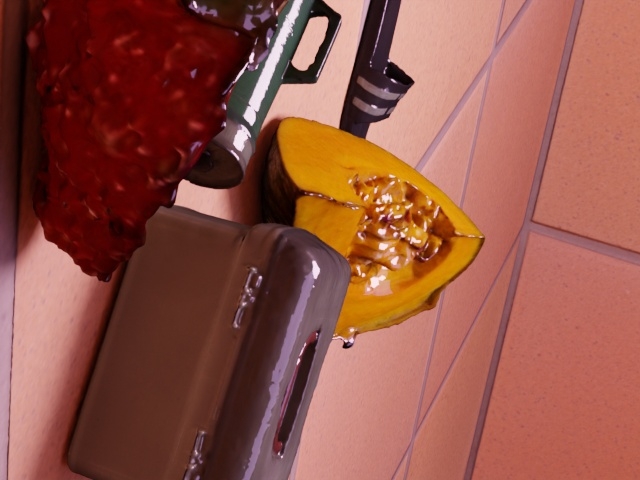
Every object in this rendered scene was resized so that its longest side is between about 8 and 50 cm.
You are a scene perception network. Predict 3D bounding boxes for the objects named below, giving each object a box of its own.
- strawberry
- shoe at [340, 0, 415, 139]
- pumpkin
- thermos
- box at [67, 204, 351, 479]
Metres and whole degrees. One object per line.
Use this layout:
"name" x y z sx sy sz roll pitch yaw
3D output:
"strawberry" -0.105 -0.085 0.923 0.236 0.111 0.190 -53 -167 38
"shoe" 0.062 -0.157 1.617 0.071 0.049 0.179 -38 144 -67
"pumpkin" -0.004 -0.003 1.467 0.163 0.111 0.278 -46 148 22
"thermos" -0.045 -0.130 1.129 0.073 0.083 0.188 51 53 -48
"box" -0.072 0.083 1.186 0.148 0.129 0.210 12 96 -78
